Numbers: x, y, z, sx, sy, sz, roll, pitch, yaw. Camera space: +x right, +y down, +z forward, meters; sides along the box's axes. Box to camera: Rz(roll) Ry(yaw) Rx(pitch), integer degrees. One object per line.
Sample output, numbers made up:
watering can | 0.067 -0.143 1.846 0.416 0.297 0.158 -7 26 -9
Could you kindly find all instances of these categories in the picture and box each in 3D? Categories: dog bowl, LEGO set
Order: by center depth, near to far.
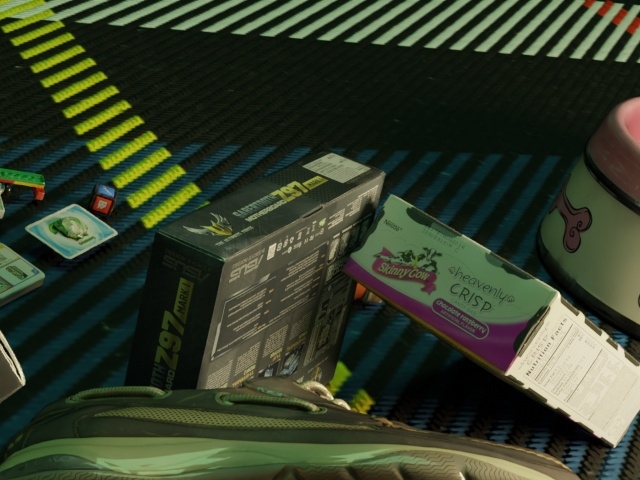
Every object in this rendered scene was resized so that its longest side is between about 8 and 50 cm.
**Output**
LEGO set | -0.280 -0.019 1.274 0.182 0.060 0.244 34 30 13
dog bowl | 0.428 -0.014 1.486 0.408 0.150 0.408 11 24 -5

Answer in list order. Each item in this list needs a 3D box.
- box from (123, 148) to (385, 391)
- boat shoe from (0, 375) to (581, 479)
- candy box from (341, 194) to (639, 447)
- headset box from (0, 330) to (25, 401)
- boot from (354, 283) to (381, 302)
box | -0.047 0.051 1.045 0.059 0.183 0.232 23 26 22
boat shoe | -0.016 0.135 0.893 0.355 0.132 0.130 6 34 -6
candy box | 0.140 0.065 1.125 0.159 0.071 0.233 32 -2 36
headset box | -0.319 0.051 0.777 0.246 0.131 0.283 -34 31 -18
boot | 0.000 0.000 1.342 0.084 0.059 0.158 1 28 -16
